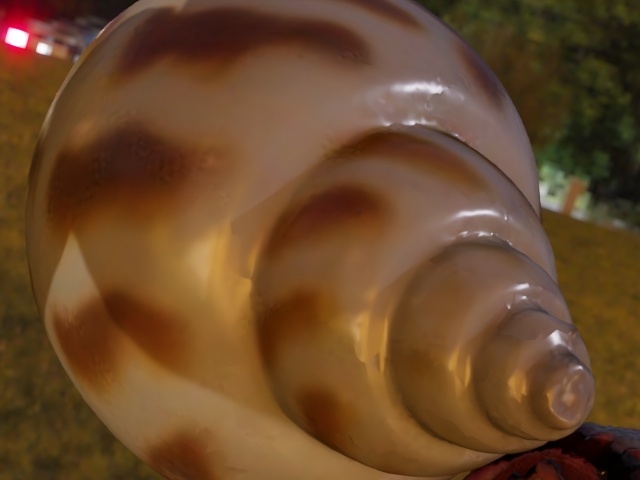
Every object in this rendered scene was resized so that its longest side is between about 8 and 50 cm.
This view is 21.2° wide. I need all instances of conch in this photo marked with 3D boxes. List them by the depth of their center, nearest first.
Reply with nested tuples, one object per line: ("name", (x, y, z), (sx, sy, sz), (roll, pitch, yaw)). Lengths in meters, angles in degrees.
("conch", (0.000, 0.000, 0.528), (0.182, 0.149, 0.275), (20, 28, -27))

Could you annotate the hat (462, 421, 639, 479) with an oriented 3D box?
("hat", (0.148, 0.121, 0.544), (0.227, 0.140, 0.129), (-3, -1, -27))
